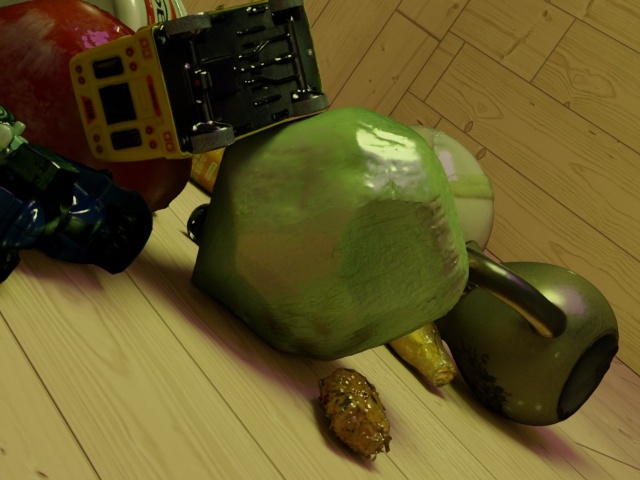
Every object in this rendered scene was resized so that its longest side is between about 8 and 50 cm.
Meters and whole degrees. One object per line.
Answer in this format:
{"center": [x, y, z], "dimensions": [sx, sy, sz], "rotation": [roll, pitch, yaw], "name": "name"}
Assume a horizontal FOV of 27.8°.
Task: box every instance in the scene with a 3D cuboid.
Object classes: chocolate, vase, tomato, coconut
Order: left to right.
{"center": [-0.271, -0.177, 1.482], "dimensions": [0.309, 0.170, 0.309], "rotation": [16, 38, -13], "name": "tomato"}
{"center": [-0.123, -0.015, 1.792], "dimensions": [0.059, 0.059, 0.167], "rotation": [38, 9, 19], "name": "vase"}
{"center": [0.000, 0.000, 1.516], "dimensions": [0.328, 0.328, 0.281], "rotation": [27, 43, -42], "name": "coconut"}
{"center": [0.134, 0.140, 1.882], "dimensions": [0.085, 0.085, 0.219], "rotation": [28, 16, -35], "name": "chocolate"}
{"center": [0.270, 0.107, 1.922], "dimensions": [0.302, 0.241, 0.329], "rotation": [33, -14, 30], "name": "vase"}

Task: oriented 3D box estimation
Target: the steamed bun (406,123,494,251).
{"center": [0.168, -0.024, 2.215], "dimensions": [0.309, 0.309, 0.309], "rotation": [34, 9, -6], "name": "steamed bun"}

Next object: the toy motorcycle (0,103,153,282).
{"center": [-0.268, -0.040, 1.237], "dimensions": [0.196, 0.125, 0.331], "rotation": [34, 5, 2], "name": "toy motorcycle"}

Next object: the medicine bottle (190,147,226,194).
{"center": [-0.184, -0.139, 2.089], "dimensions": [0.192, 0.096, 0.096], "rotation": [38, 10, 13], "name": "medicine bottle"}

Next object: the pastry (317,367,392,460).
{"center": [0.035, 0.178, 1.369], "dimensions": [0.080, 0.056, 0.140], "rotation": [44, 3, -20], "name": "pastry"}

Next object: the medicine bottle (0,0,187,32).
{"center": [-0.339, -0.297, 1.856], "dimensions": [0.252, 0.252, 0.241], "rotation": [36, 9, 9], "name": "medicine bottle"}

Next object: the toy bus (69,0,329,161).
{"center": [-0.119, -0.180, 1.401], "dimensions": [0.331, 0.151, 0.145], "rotation": [-31, 109, -61], "name": "toy bus"}
